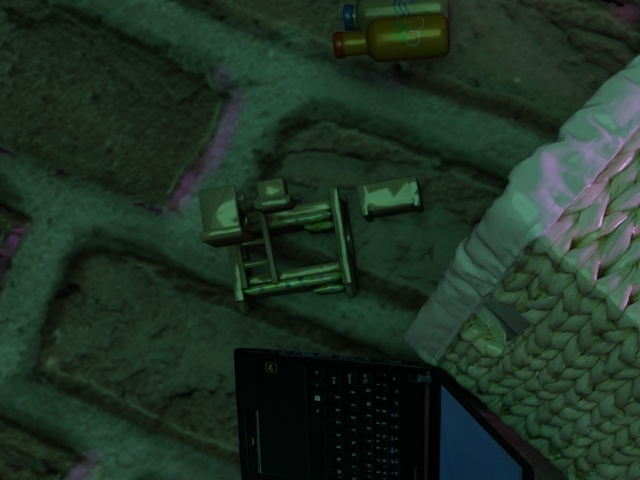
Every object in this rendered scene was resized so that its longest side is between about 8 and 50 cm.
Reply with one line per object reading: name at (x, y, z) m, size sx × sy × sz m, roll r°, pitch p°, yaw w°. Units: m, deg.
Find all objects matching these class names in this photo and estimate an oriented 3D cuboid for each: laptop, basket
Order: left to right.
laptop at (0.046, 0.230, 1.214) m, size 0.264 × 0.136 × 0.234 m, roll 4°, pitch 120°, yaw 10°
basket at (0.283, 0.013, 1.124) m, size 0.266 × 0.328 × 0.331 m, roll 44°, pitch 69°, yaw 9°

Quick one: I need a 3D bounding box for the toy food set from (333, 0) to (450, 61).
toy food set at (0.063, -0.275, 1.341) m, size 0.104 × 0.111 × 0.232 m, roll -4°, pitch 85°, yaw 8°

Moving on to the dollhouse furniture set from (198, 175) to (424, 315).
dollhouse furniture set at (0.000, 0.000, 1.292) m, size 0.182 × 0.161 × 0.101 m, roll -10°, pitch 82°, yaw 8°
